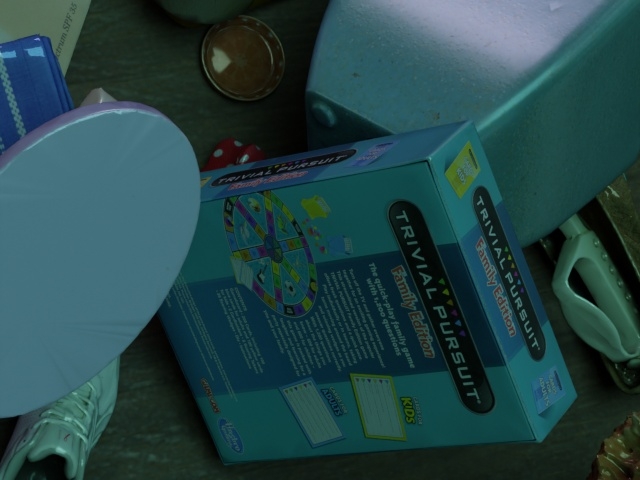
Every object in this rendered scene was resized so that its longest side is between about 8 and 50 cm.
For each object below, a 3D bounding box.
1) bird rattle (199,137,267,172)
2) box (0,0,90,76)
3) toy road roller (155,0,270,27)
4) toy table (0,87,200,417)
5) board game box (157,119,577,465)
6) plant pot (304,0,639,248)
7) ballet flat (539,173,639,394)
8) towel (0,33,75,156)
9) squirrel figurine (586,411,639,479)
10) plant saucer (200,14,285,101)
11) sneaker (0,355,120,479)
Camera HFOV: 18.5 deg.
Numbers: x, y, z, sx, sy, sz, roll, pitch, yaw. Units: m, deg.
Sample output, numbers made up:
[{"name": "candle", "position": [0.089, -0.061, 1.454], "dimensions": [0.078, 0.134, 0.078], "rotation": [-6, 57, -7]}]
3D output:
[{"name": "bird rattle", "position": [0.000, 0.000, 1.813], "dimensions": [0.207, 0.143, 0.253], "rotation": [-35, 81, -36]}, {"name": "box", "position": [-0.361, -0.223, 1.649], "dimensions": [0.311, 0.121, 0.148], "rotation": [24, 72, -29]}, {"name": "toy road roller", "position": [-0.044, -0.369, 1.808], "dimensions": [0.329, 0.202, 0.240], "rotation": [-28, 77, -27]}, {"name": "toy table", "position": [-0.222, -0.001, 1.559], "dimensions": [0.274, 0.161, 0.252], "rotation": [-42, 116, -4]}, {"name": "board game box", "position": [0.017, 0.053, 1.636], "dimensions": [0.079, 0.336, 0.254], "rotation": [-41, 115, -48]}, {"name": "plant pot", "position": [0.119, -0.123, 1.713], "dimensions": [0.247, 0.248, 0.252], "rotation": [29, 57, 24]}, {"name": "ballet flat", "position": [0.250, 0.003, 1.888], "dimensions": [0.124, 0.116, 0.342], "rotation": [-34, 99, -46]}, {"name": "towel", "position": [-0.343, -0.009, 1.614], "dimensions": [0.336, 0.040, 0.243], "rotation": [-22, 114, -16]}, {"name": "squirrel figurine", "position": [0.231, 0.308, 1.682], "dimensions": [0.370, 0.397, 0.281], "rotation": [-9, 73, -37]}, {"name": "plant saucer", "position": [-0.074, -0.171, 1.848], "dimensions": [0.083, 0.013, 0.083], "rotation": [5, 77, -21]}, {"name": "sneaker", "position": [-0.219, 0.164, 1.665], "dimensions": [0.090, 0.115, 0.232], "rotation": [24, 71, -17]}]
